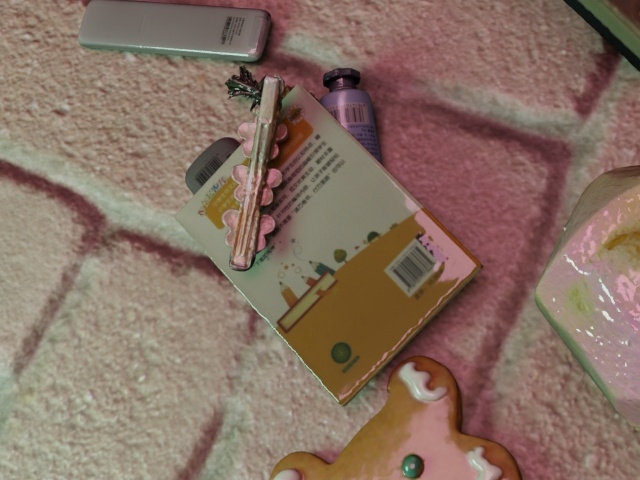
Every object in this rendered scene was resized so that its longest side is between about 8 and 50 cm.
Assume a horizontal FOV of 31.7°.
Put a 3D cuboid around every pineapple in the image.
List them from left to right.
[{"bbox_3d":[-0.059,-0.169,1.302,0.124,0.058,0.058,34,86,25],"label":"pineapple"}]

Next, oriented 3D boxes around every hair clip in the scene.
[{"bbox_3d":[-0.068,-0.073,1.209,0.062,0.056,0.214,10,91,7],"label":"hair clip"}]

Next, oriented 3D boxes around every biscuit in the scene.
[{"bbox_3d":[0.039,0.288,1.131,0.340,0.047,0.216,-40,64,3],"label":"biscuit"}]

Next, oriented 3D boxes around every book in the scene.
[{"bbox_3d":[0.000,0.000,1.202,0.208,0.020,0.295,-46,68,8],"label":"book"}]

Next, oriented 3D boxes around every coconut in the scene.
[{"bbox_3d":[0.322,0.039,1.018,0.233,0.233,0.245,-35,69,6],"label":"coconut"}]

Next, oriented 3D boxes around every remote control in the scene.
[{"bbox_3d":[-0.181,-0.259,1.388,0.261,0.029,0.067,8,77,23],"label":"remote control"}]

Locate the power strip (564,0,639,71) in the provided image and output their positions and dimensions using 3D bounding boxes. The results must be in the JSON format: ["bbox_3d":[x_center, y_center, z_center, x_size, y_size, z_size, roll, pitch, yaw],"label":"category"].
[{"bbox_3d":[0.300,-0.256,1.105,0.070,0.257,0.105,18,78,60],"label":"power strip"}]

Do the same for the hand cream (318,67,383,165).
[{"bbox_3d":[0.036,-0.057,1.238,0.091,0.058,0.271,-9,74,7],"label":"hand cream"}]

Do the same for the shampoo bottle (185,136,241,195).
[{"bbox_3d":[-0.081,-0.042,1.278,0.080,0.040,0.165,-44,66,1],"label":"shampoo bottle"}]
